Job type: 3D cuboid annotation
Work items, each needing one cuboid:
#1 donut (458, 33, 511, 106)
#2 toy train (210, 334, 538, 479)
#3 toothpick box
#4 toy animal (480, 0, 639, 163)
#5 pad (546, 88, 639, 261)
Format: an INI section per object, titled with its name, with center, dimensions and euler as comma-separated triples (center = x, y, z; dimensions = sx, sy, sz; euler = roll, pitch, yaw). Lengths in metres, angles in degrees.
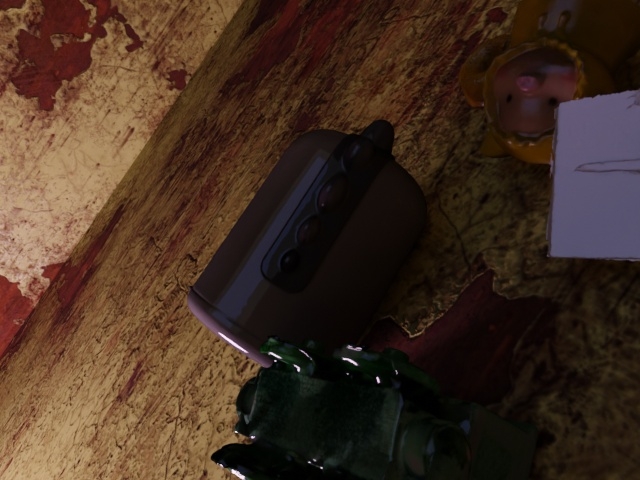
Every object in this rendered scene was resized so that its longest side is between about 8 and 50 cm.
[donut]
center = 0.232, -0.235, 0.774
dimensions = 0.097, 0.043, 0.108
euler = -5, 53, 51
[toy train]
center = 0.035, 0.180, 0.499
dimensions = 0.266, 0.202, 0.145
euler = -5, 56, 51
[toothpick box]
center = 0.000, 0.000, 0.695
dimensions = 0.316, 0.229, 0.229
euler = -58, 32, -5
[toy animal]
center = 0.262, -0.190, 0.610
dimensions = 0.156, 0.156, 0.230
euler = 14, 82, 57
[pad]
center = 0.303, -0.058, 0.458
dimensions = 0.232, 0.004, 0.157
euler = -1, 79, 39
